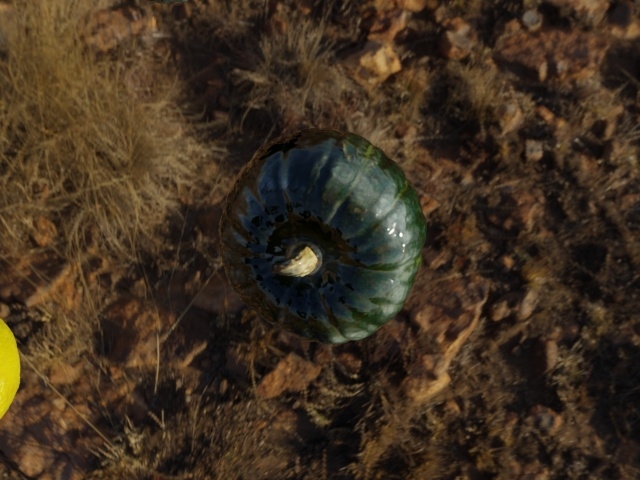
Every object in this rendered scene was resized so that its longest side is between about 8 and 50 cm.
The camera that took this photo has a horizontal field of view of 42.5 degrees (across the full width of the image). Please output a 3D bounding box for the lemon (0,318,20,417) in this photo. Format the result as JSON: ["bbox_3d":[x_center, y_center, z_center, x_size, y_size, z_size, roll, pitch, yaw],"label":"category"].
[{"bbox_3d":[-0.284,0.098,0.623,0.109,0.133,0.109,18,33,-12],"label":"lemon"}]

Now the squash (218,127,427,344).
[{"bbox_3d":[0.002,-0.002,0.818,0.218,0.172,0.218,-2,104,-10],"label":"squash"}]

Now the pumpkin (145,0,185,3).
[{"bbox_3d":[-0.194,-0.410,1.000,0.233,0.163,0.233,-3,97,-27],"label":"pumpkin"}]
